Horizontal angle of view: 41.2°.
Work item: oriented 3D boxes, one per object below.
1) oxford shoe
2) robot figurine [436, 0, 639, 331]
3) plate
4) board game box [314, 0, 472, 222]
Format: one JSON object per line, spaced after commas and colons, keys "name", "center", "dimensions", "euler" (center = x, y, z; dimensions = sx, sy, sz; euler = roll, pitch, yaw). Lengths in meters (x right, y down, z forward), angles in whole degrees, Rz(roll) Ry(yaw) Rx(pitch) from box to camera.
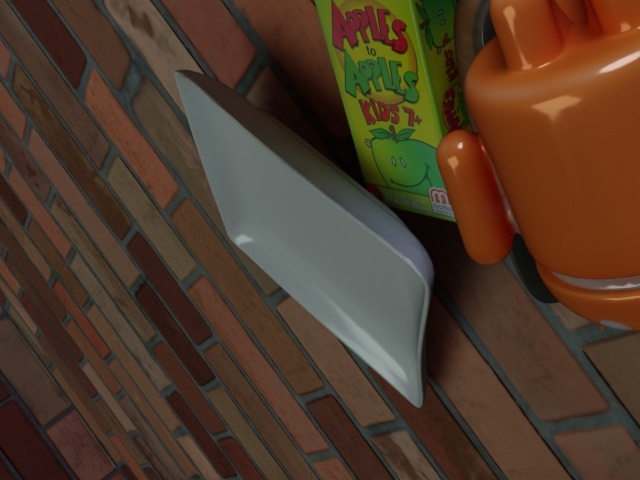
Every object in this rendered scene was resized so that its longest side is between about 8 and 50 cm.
{"name": "oxford shoe", "center": [0.130, -0.060, 0.533], "dimensions": [0.076, 0.076, 0.212], "euler": [-132, 23, -64]}
{"name": "robot figurine", "center": [0.155, -0.046, 0.431], "dimensions": [0.128, 0.158, 0.219], "euler": [28, 149, 61]}
{"name": "plate", "center": [0.000, 0.000, 0.739], "dimensions": [0.277, 0.045, 0.278], "euler": [41, 162, 24]}
{"name": "board game box", "center": [0.058, -0.106, 0.595], "dimensions": [0.092, 0.043, 0.181], "euler": [17, 134, 47]}
